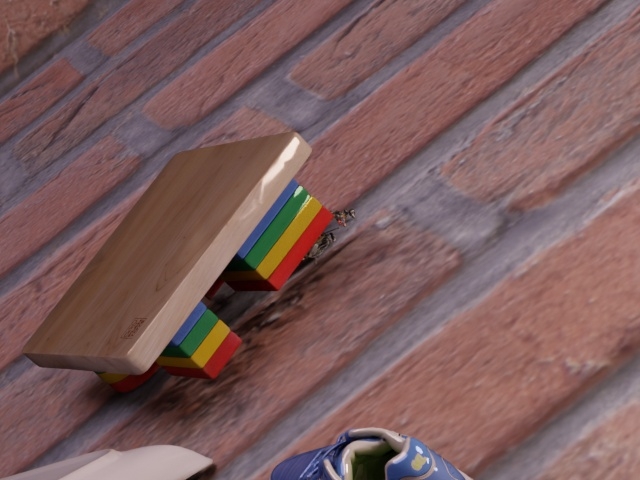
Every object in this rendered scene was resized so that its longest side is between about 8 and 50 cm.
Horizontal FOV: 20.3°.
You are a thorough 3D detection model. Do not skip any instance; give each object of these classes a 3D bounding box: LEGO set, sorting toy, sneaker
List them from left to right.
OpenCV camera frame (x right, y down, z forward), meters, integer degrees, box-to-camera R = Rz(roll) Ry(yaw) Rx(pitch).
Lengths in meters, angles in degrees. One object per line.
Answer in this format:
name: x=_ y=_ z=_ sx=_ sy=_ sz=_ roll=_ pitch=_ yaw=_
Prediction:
sorting toy: x=-0.124 y=0.033 z=1.642 sx=0.257 sy=0.089 sz=0.255 roll=-54 pitch=22 yaw=-20
LEGO set: x=0.002 y=-0.001 z=1.660 sx=0.083 sy=0.023 sz=0.054 roll=-32 pitch=22 yaw=-23
sneaker: x=0.030 y=0.161 z=1.230 sx=0.211 sy=0.081 sz=0.080 roll=-6 pitch=39 yaw=53

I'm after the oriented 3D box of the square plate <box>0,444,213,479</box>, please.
square plate: x=-0.311 y=0.246 z=1.407 sx=0.347 sy=0.049 sz=0.344 roll=-19 pitch=3 yaw=34
